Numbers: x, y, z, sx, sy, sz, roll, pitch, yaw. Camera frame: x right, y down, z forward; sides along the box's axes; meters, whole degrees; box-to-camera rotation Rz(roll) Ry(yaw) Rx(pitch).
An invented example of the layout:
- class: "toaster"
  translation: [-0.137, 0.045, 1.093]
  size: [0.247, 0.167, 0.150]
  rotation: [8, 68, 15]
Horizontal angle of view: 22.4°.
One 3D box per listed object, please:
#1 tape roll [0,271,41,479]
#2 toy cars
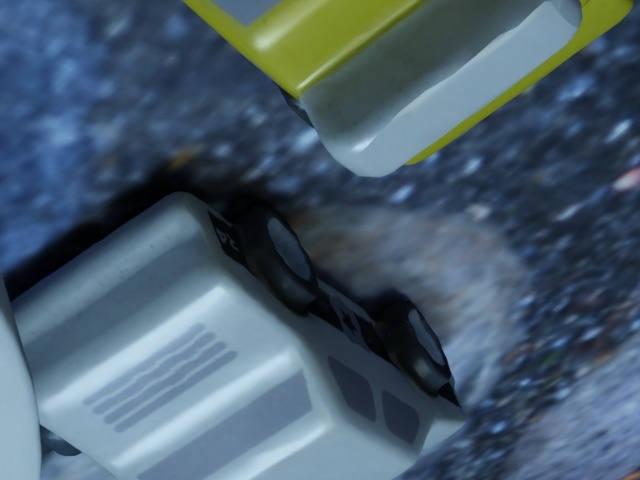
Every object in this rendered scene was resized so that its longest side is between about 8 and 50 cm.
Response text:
- class: "tape roll"
  translation: [-0.259, 0.064, 0.368]
  size: [0.392, 0.072, 0.392]
  rotation: [-15, 140, -13]
- class: "toy cars"
  translation: [0.000, 0.000, 0.453]
  size: [0.176, 0.087, 0.394]
  rotation: [-11, 145, -19]
